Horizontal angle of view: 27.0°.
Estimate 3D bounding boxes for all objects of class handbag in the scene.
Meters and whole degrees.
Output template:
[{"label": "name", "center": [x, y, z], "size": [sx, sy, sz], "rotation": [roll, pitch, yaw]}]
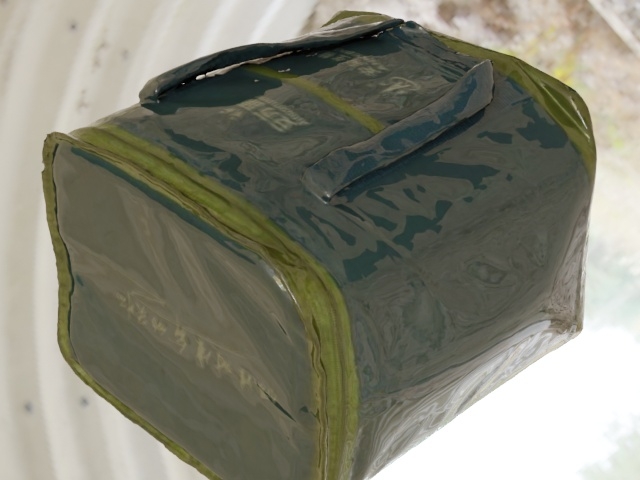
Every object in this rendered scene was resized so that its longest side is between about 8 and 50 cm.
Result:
[{"label": "handbag", "center": [0.000, 0.000, 0.776], "size": [0.263, 0.222, 0.241], "rotation": [30, -137, 34]}]
